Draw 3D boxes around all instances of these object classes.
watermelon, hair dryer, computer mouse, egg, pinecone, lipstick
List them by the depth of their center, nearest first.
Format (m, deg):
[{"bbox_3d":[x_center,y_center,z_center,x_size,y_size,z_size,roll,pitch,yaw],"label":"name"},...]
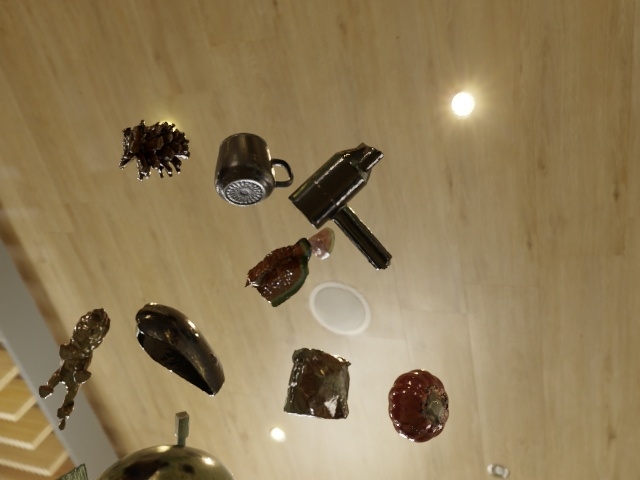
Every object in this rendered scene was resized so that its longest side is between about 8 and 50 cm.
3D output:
[{"bbox_3d":[-0.355,0.641,1.397,0.344,0.428,0.345,2,-85,28],"label":"egg"},{"bbox_3d":[0.106,-0.076,1.527,0.244,0.116,0.302,-41,-80,0],"label":"hair dryer"},{"bbox_3d":[-0.334,0.259,1.530,0.087,0.168,0.295,-43,-69,11],"label":"computer mouse"},{"bbox_3d":[-0.357,0.503,1.573,0.030,0.030,0.129,30,-62,52],"label":"lipstick"},{"bbox_3d":[-0.447,-0.241,1.646,0.179,0.195,0.150,-24,-101,60],"label":"pinecone"},{"bbox_3d":[0.005,0.000,1.732,0.084,0.092,0.072,-16,-31,40],"label":"watermelon"}]

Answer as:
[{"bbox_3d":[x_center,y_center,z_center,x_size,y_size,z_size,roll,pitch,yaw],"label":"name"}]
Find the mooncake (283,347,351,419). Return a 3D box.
[{"bbox_3d":[0.003,0.268,1.142,0.129,0.125,0.073,17,-15,-36],"label":"mooncake"}]

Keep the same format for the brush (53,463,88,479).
[{"bbox_3d":[-0.296,0.385,0.745,0.011,0.083,0.205,-9,-82,39],"label":"brush"}]

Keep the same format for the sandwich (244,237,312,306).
[{"bbox_3d":[-0.098,0.089,1.645,0.235,0.159,0.079,-43,-119,22],"label":"sandwich"}]

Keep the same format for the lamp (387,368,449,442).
[{"bbox_3d":[0.243,0.419,1.560,0.140,0.182,0.182,-11,-62,48],"label":"lamp"}]

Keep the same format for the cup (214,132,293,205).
[{"bbox_3d":[-0.190,-0.200,1.741,0.222,0.177,0.169,1,-37,-13],"label":"cup"}]

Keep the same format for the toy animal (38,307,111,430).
[{"bbox_3d":[-0.584,0.292,1.474,0.097,0.158,0.312,27,-62,-9],"label":"toy animal"}]
